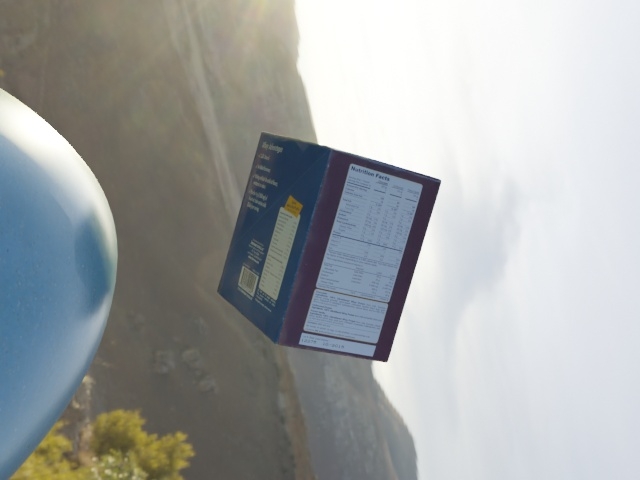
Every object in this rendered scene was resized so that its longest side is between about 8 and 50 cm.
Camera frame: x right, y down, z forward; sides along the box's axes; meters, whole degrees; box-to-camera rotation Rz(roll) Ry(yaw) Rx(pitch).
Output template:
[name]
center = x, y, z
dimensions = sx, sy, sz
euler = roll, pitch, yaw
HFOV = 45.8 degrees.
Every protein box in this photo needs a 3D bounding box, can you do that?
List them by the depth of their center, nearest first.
[protein box]
center = 0.000, 0.000, 0.839
dimensions = 0.200, 0.136, 0.201
euler = 26, -80, 62

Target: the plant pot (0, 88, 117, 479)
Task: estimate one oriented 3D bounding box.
[plant pot]
center = -0.240, 0.014, 0.457
dimensions = 0.195, 0.290, 0.290
euler = -29, 109, -62
